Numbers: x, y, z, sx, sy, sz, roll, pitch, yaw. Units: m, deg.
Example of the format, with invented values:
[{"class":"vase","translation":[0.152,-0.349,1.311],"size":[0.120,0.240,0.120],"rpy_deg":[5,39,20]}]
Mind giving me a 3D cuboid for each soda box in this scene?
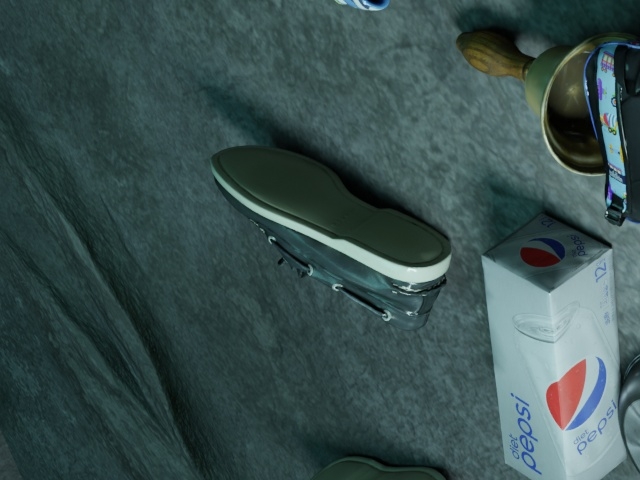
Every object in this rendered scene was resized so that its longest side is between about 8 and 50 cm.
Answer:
[{"class":"soda box","translation":[0.236,0.121,1.877],"size":[0.098,0.091,0.286],"rpy_deg":[31,143,41]}]

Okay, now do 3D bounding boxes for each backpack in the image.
[{"class":"backpack","translation":[0.296,-0.096,1.524],"size":[0.158,0.117,0.173],"rpy_deg":[17,133,52]}]

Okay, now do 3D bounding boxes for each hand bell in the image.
[{"class":"hand bell","translation":[0.191,-0.152,1.689],"size":[0.242,0.126,0.126],"rpy_deg":[37,149,58]}]

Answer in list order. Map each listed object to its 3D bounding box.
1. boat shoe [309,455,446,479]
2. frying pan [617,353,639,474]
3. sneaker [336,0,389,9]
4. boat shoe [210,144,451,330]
[{"class":"boat shoe","translation":[0.089,0.346,2.336],"size":[0.097,0.116,0.324],"rpy_deg":[60,157,-16]},{"class":"frying pan","translation":[0.372,0.253,1.849],"size":[0.197,0.053,0.326],"rpy_deg":[22,134,49]},{"class":"sneaker","translation":[0.037,-0.284,1.826],"size":[0.059,0.053,0.144],"rpy_deg":[34,153,39]},{"class":"boat shoe","translation":[0.003,-0.001,2.096],"size":[0.340,0.127,0.113],"rpy_deg":[26,128,32]}]
